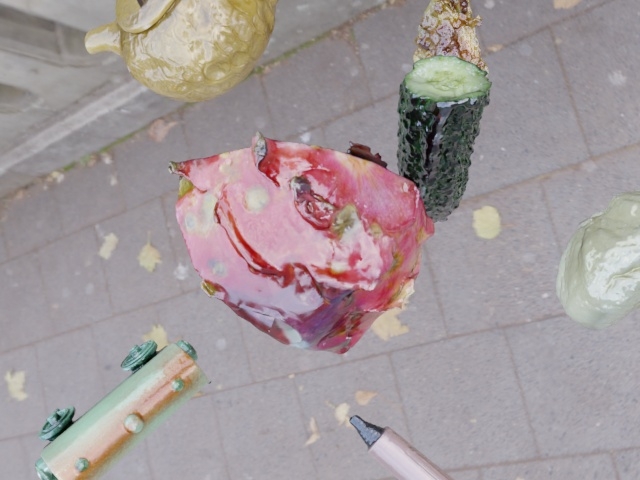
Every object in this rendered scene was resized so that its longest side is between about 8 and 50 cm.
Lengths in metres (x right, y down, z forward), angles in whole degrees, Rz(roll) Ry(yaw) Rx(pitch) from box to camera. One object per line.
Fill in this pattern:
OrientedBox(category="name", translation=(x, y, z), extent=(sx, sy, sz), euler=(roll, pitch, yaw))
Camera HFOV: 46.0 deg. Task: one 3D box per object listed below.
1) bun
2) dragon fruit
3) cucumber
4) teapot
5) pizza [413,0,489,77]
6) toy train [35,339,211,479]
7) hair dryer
OrientedBox(category="bun", translation=(0.396, 0.017, 0.986), extent=(0.220, 0.220, 0.134), euler=(-46, 70, 22))
OrientedBox(category="dragon fruit", translation=(0.003, 0.006, 0.659), extent=(0.161, 0.274, 0.126), euler=(-34, 41, 37))
OrientedBox(category="cucumber", translation=(0.105, -0.076, 0.688), extent=(0.077, 0.265, 0.077), euler=(-2, 64, 3))
OrientedBox(category="teapot", translation=(-0.161, -0.285, 0.900), extent=(0.311, 0.167, 0.203), euler=(-19, 61, 31))
OrientedBox(category="pizza", translation=(0.203, -0.338, 1.215), extent=(0.154, 0.069, 0.193), euler=(44, 150, 47))
OrientedBox(category="toy train", translation=(-0.288, 0.253, 1.102), extent=(0.116, 0.285, 0.177), euler=(56, 159, -13))
OrientedBox(category="hair dryer", translation=(0.170, 0.367, 1.068), extent=(0.344, 0.107, 0.189), euler=(40, 126, 4))
